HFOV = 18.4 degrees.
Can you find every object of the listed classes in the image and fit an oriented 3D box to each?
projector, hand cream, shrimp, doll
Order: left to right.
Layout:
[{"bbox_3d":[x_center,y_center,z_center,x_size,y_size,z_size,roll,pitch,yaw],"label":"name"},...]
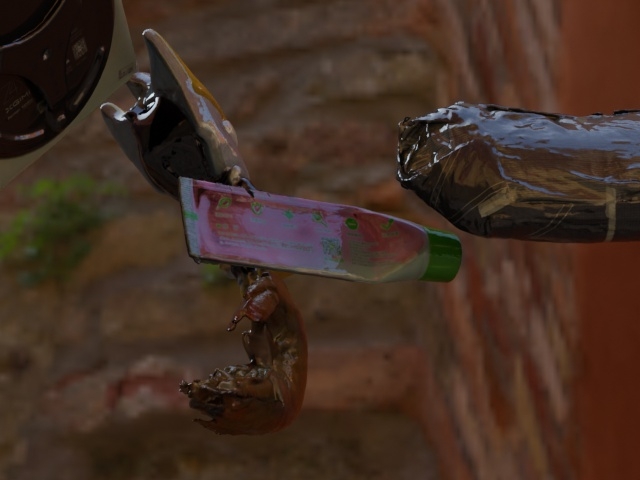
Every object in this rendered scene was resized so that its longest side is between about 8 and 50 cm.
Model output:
[{"bbox_3d":[-0.296,-0.195,1.939,0.079,0.257,0.259,26,-35,31],"label":"projector"},{"bbox_3d":[-0.130,-0.080,2.119,0.103,0.316,0.145,-29,-17,-13],"label":"doll"},{"bbox_3d":[-0.061,0.110,1.765,0.068,0.150,0.248,-4,8,18],"label":"shrimp"},{"bbox_3d":[0.001,-0.001,1.780,0.275,0.079,0.050,8,-62,-27],"label":"hand cream"}]

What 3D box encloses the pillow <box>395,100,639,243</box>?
[{"bbox_3d":[0.235,-0.062,1.812,0.335,0.161,0.092,-1,-49,-11],"label":"pillow"}]
